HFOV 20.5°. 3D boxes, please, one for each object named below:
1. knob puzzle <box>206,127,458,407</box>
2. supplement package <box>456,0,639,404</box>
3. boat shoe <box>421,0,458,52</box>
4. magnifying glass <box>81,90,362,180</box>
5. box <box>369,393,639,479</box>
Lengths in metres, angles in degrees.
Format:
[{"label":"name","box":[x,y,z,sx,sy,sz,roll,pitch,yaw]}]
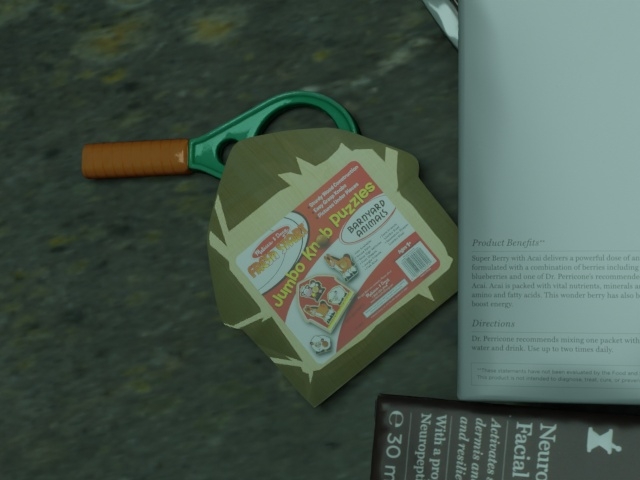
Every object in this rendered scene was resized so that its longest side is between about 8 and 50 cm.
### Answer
[{"label":"knob puzzle","box":[0.000,0.000,1.343,0.213,0.030,0.213,0,88,7]},{"label":"supplement package","box":[0.196,-0.039,1.201,0.177,0.175,0.293,0,89,19]},{"label":"boat shoe","box":[0.098,-0.218,1.339,0.070,0.078,0.219,-31,71,11]},{"label":"magnifying glass","box":[-0.079,-0.068,1.394,0.231,0.026,0.092,-3,79,18]},{"label":"box","box":[0.222,0.217,1.186,0.381,0.143,0.191,3,80,16]}]
